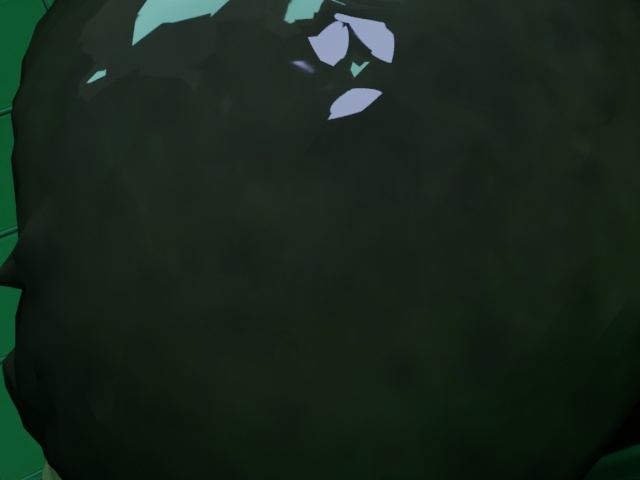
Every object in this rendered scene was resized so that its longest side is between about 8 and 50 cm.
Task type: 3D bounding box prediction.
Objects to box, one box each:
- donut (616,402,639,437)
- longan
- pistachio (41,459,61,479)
[{"bbox_3d":[0.257,0.049,1.012,0.295,0.112,0.151,-22,3,24],"label":"donut"},{"bbox_3d":[-0.001,-0.002,0.843,0.436,0.404,0.404,-58,-15,22],"label":"longan"},{"bbox_3d":[-0.116,0.181,1.221,0.318,0.214,0.193,-9,55,52],"label":"pistachio"}]
